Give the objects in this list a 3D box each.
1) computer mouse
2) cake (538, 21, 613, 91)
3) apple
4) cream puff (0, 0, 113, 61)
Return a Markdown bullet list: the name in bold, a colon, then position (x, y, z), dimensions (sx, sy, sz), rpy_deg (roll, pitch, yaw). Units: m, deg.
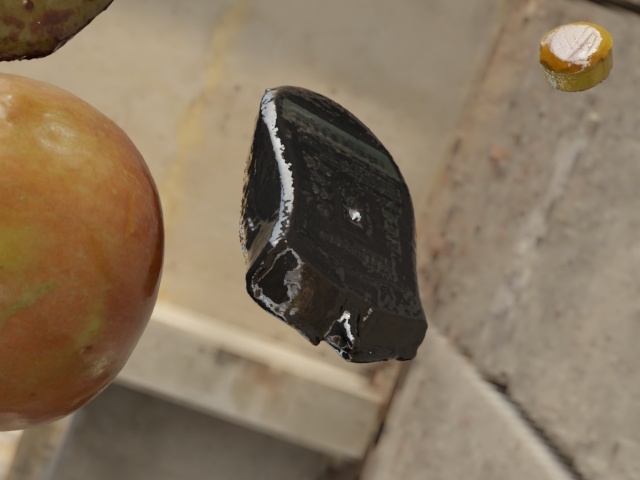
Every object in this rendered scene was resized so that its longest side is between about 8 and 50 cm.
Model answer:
- **computer mouse**: position (0.000, 0.000, 1.448), dimensions (0.088, 0.147, 0.264), rpy_deg (-49, 26, 28)
- **cake**: position (0.278, -0.202, 2.162), dimensions (0.044, 0.084, 0.084), rpy_deg (73, -161, -45)
- **apple**: position (-0.231, 0.004, 1.281), dimensions (0.253, 0.253, 0.254), rpy_deg (-160, 90, -78)
- **cream puff**: position (-0.166, -0.170, 1.053), dimensions (0.084, 0.149, 0.149), rpy_deg (39, 112, 42)
